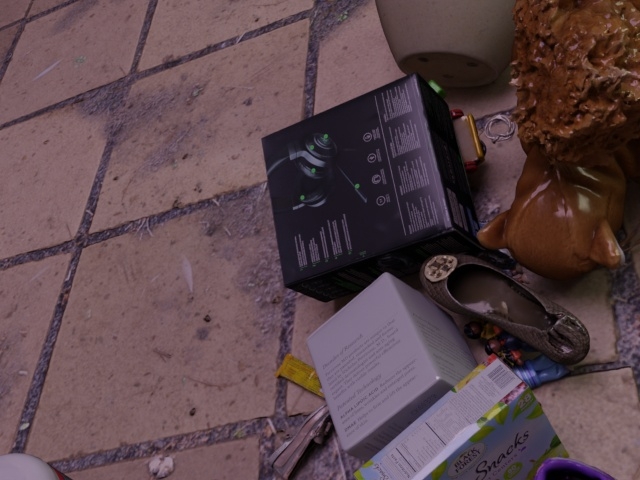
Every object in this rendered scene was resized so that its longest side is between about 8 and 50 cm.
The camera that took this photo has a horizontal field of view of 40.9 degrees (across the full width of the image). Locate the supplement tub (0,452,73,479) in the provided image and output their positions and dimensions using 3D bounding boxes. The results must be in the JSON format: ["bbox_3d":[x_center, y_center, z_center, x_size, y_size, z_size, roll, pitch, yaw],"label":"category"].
[{"bbox_3d":[-0.337,0.406,1.082,0.191,0.272,0.191,-18,46,19],"label":"supplement tub"}]

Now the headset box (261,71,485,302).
[{"bbox_3d":[0.061,-0.065,1.247,0.283,0.131,0.246,-21,67,23],"label":"headset box"}]

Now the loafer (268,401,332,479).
[{"bbox_3d":[-0.015,0.273,1.170,0.125,0.045,0.039,-45,60,0],"label":"loafer"}]

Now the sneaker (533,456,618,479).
[{"bbox_3d":[0.315,0.296,0.891,0.236,0.104,0.095,22,66,41],"label":"sneaker"}]

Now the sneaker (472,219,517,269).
[{"bbox_3d":[0.240,-0.005,1.248,0.135,0.052,0.058,29,62,37],"label":"sneaker"}]

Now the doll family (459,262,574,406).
[{"bbox_3d":[0.242,0.124,1.111,0.111,0.076,0.193,-25,47,5],"label":"doll family"}]

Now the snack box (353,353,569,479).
[{"bbox_3d":[0.164,0.253,0.971,0.207,0.174,0.070,-40,42,-6],"label":"snack box"}]

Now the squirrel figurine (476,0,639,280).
[{"bbox_3d":[0.319,-0.149,1.080,0.281,0.397,0.370,16,76,30],"label":"squirrel figurine"}]

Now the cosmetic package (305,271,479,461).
[{"bbox_3d":[0.102,0.172,1.076,0.151,0.151,0.183,-42,40,17],"label":"cosmetic package"}]

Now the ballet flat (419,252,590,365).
[{"bbox_3d":[0.223,0.074,1.071,0.250,0.058,0.084,33,77,38],"label":"ballet flat"}]

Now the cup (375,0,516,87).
[{"bbox_3d":[0.228,-0.394,1.431,0.331,0.331,0.236,4,80,35],"label":"cup"}]

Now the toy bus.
[{"bbox_3d":[0.188,-0.129,1.338,0.202,0.104,0.191,32,95,27],"label":"toy bus"}]

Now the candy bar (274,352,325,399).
[{"bbox_3d":[-0.005,0.205,1.235,0.161,0.018,0.040,20,70,41],"label":"candy bar"}]
